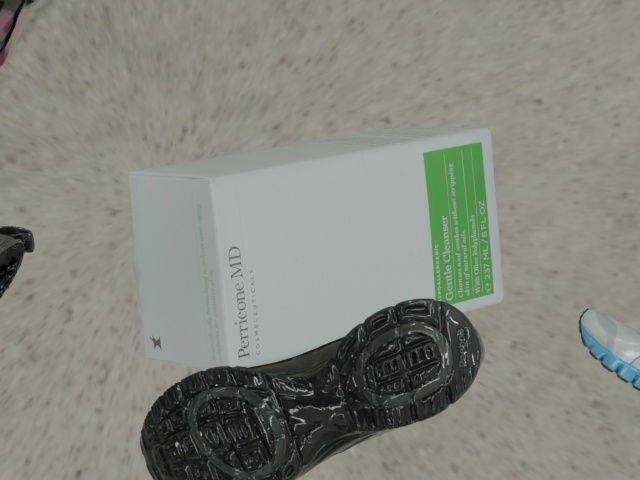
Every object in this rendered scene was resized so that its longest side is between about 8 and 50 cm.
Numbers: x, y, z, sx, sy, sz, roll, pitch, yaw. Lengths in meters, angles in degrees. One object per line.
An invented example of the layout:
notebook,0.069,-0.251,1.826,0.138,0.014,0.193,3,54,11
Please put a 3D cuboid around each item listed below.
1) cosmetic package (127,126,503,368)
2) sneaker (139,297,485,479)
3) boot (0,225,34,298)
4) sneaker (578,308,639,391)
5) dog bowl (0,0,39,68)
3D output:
cosmetic package,0.000,0.000,1.750,0.365,0.155,0.197,-14,102,-38
sneaker,0.000,0.129,1.325,0.286,0.130,0.109,-18,82,15
boot,-0.363,0.035,1.266,0.229,0.091,0.263,21,44,17
sneaker,0.290,0.092,1.326,0.190,0.071,0.083,31,104,20
dog bowl,-0.318,-0.187,0.885,0.407,0.408,0.150,10,97,-5
